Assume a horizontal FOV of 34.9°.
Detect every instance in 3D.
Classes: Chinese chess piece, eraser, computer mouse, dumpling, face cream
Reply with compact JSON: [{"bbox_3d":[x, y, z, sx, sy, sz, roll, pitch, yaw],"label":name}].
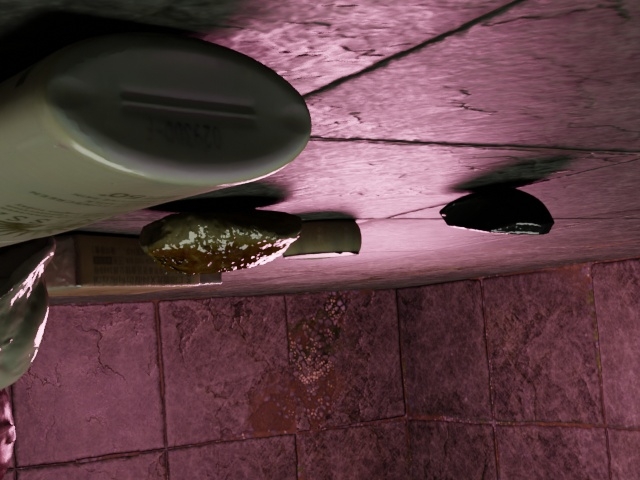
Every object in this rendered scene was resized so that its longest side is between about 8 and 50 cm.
[{"bbox_3d":[0.000,0.000,1.490,0.122,0.051,0.122,-3,176,0],"label":"Chinese chess piece"},{"bbox_3d":[-0.298,0.039,1.524,0.144,0.078,0.343,-7,175,28],"label":"eraser"},{"bbox_3d":[0.214,-0.038,1.247,0.099,0.057,0.172,-3,-174,-32],"label":"computer mouse"},{"bbox_3d":[-0.417,0.073,1.229,0.243,0.226,0.175,3,145,25],"label":"dumpling"},{"bbox_3d":[-0.179,-0.048,0.654,0.174,0.081,0.349,1,172,-42],"label":"face cream"}]

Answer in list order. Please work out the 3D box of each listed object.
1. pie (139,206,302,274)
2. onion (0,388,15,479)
[{"bbox_3d":[-0.118,-0.005,1.214,0.194,0.078,0.163,-5,171,-4],"label":"pie"},{"bbox_3d":[-0.601,0.275,1.455,0.314,0.313,0.232,-4,180,2],"label":"onion"}]
